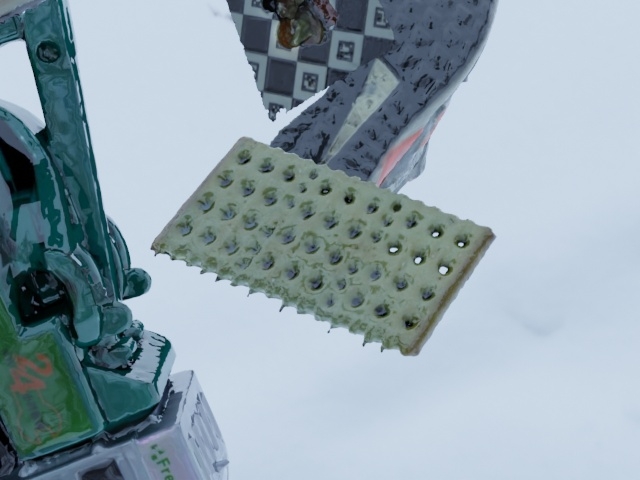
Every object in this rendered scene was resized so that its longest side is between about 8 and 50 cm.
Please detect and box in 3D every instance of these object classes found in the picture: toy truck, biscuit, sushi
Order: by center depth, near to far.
[{"bbox_3d":[-0.174,0.052,0.749,0.178,0.363,0.176,-17,11,4],"label":"toy truck"},{"bbox_3d":[-0.007,-0.165,0.904,0.120,0.026,0.126,-26,81,34],"label":"sushi"},{"bbox_3d":[0.000,0.000,0.972,0.231,0.016,0.139,23,56,22],"label":"biscuit"}]

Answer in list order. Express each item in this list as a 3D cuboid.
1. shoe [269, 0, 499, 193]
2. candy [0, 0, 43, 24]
[{"bbox_3d":[0.077,-0.129,1.285,0.132,0.171,0.336,31,81,23],"label":"shoe"},{"bbox_3d":[-0.129,-0.195,0.445,0.143,0.101,0.271,-36,76,-2],"label":"candy"}]
